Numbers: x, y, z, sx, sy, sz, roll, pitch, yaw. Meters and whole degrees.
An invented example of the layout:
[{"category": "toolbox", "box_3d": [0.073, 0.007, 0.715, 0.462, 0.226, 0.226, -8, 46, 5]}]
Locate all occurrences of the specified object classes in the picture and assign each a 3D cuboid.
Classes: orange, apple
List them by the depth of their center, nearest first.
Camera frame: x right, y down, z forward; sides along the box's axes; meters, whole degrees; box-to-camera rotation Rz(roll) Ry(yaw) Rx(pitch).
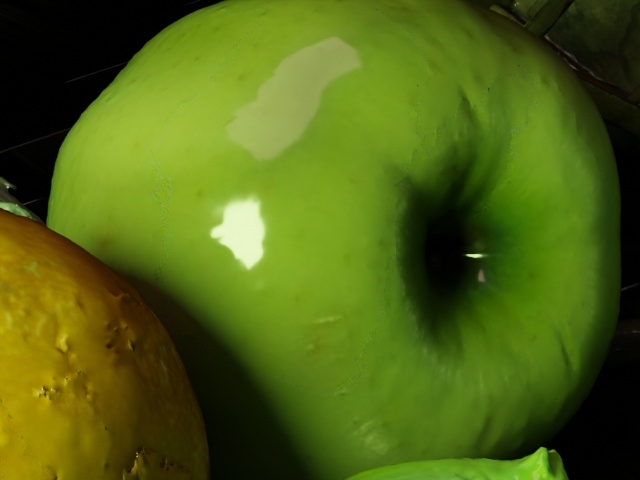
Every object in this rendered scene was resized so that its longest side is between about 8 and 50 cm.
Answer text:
[{"category": "orange", "box_3d": [-0.162, 0.102, 0.732, 0.246, 0.246, 0.246, -13, 18, 4]}, {"category": "apple", "box_3d": [0.000, 0.000, 0.898, 0.279, 0.279, 0.279, -13, 18, 4]}]

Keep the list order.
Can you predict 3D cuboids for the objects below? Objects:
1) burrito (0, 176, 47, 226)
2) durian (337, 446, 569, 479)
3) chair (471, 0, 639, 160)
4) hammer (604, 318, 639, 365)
[{"category": "burrito", "box_3d": [-0.225, 0.009, 1.242, 0.101, 0.139, 0.445, -53, 21, -4]}, {"category": "durian", "box_3d": [0.006, 0.153, 0.673, 0.250, 0.101, 0.139, -27, 23, -34]}, {"category": "chair", "box_3d": [0.223, -0.186, 1.304, 0.240, 0.416, 0.203, -52, 46, 9]}, {"category": "hammer", "box_3d": [0.109, 0.054, 1.008, 0.297, 0.027, 0.125, -5, 20, 26]}]
